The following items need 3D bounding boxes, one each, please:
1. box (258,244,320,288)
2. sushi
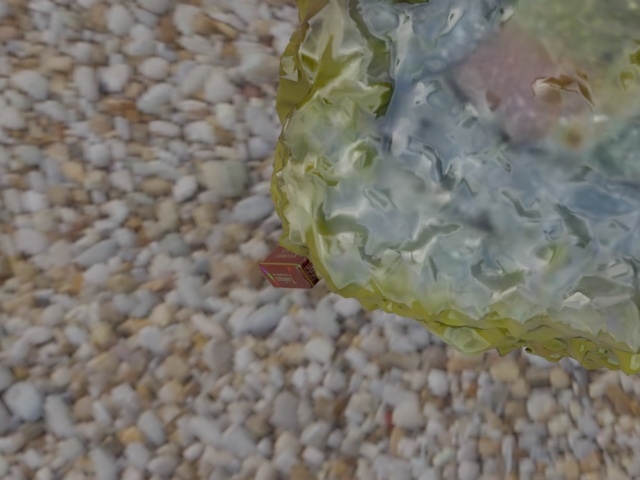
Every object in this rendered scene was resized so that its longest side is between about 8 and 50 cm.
[{"bbox_3d":[0.000,0.000,1.310,0.082,0.051,0.023,-46,114,-25],"label":"box"},{"bbox_3d":[0.171,-0.116,0.971,0.351,0.240,0.396,15,86,5],"label":"sushi"}]
